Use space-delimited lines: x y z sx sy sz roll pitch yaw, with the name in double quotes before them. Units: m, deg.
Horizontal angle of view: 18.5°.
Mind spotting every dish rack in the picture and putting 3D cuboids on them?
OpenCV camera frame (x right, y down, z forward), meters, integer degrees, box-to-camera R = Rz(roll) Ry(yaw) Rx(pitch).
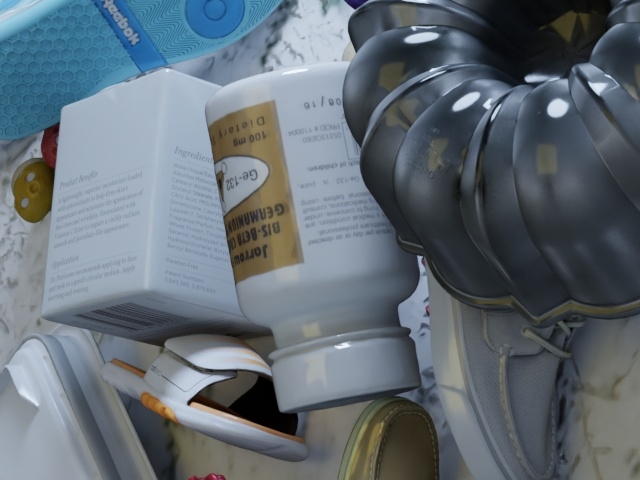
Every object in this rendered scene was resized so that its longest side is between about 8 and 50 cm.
"dish rack" -0.242 0.259 1.663 0.285 0.072 0.333 -56 45 29

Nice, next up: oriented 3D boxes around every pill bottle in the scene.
"pill bottle" 0.000 0.000 1.383 0.131 0.131 0.229 -19 78 46

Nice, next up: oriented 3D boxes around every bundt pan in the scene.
"bundt pan" 0.152 -0.121 1.224 0.330 0.124 0.331 -15 57 25

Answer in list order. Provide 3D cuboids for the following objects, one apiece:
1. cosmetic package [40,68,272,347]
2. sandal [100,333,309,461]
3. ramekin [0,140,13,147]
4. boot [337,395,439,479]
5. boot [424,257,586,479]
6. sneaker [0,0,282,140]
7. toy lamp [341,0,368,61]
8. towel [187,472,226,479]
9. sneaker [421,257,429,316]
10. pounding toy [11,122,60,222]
"cosmetic package" -0.116 -0.020 1.577 0.151 0.151 0.184 -13 68 48
"sandal" -0.095 0.106 1.547 0.265 0.102 0.076 17 84 57
"ramekin" -0.344 -0.187 1.958 0.207 0.109 0.207 -23 59 45
"boot" 0.078 0.212 1.297 0.165 0.077 0.213 -2 81 59
"boot" 0.142 0.040 1.287 0.123 0.095 0.258 -20 72 31
"sneaker" -0.176 -0.219 1.712 0.319 0.127 0.208 -24 24 2
"toy lamp" 0.016 -0.070 1.496 0.080 0.080 0.275 9 83 52
"towel" -0.104 0.319 1.471 0.199 0.031 0.275 52 123 11
"sneaker" 0.096 0.008 1.382 0.047 0.057 0.119 -20 60 48
"pounding toy" -0.223 -0.070 1.752 0.237 0.110 0.183 41 113 51
